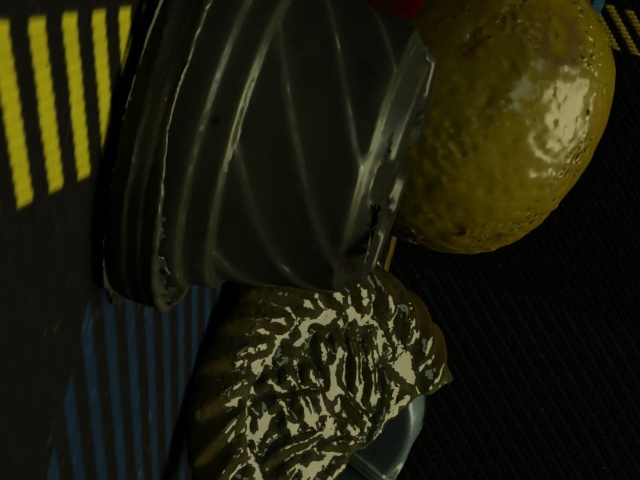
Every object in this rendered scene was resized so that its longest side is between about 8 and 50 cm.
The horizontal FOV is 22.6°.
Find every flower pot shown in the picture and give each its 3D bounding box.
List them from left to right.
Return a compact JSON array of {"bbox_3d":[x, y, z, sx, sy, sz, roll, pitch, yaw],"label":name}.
[{"bbox_3d":[-0.020,-0.059,0.872,0.235,0.140,0.236,17,90,-82],"label":"flower pot"}]

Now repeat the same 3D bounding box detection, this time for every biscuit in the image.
[{"bbox_3d":[-0.010,0.110,1.294,0.273,0.036,0.187,-39,114,-28],"label":"biscuit"}]

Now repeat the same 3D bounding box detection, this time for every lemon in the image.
[{"bbox_3d":[0.135,-0.133,1.458,0.310,0.258,0.258,-49,177,7],"label":"lemon"}]

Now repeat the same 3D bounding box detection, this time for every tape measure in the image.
[{"bbox_3d":[0.006,0.141,1.443,0.107,0.182,0.181,-53,157,-61],"label":"tape measure"}]

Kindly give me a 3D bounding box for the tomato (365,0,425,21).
[{"bbox_3d":[0.052,-0.222,1.346,0.075,0.087,0.087,-70,175,-73],"label":"tomato"}]

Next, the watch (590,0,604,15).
[{"bbox_3d":[0.151,-0.243,1.729,0.274,0.241,0.305,-50,162,-33],"label":"watch"}]
